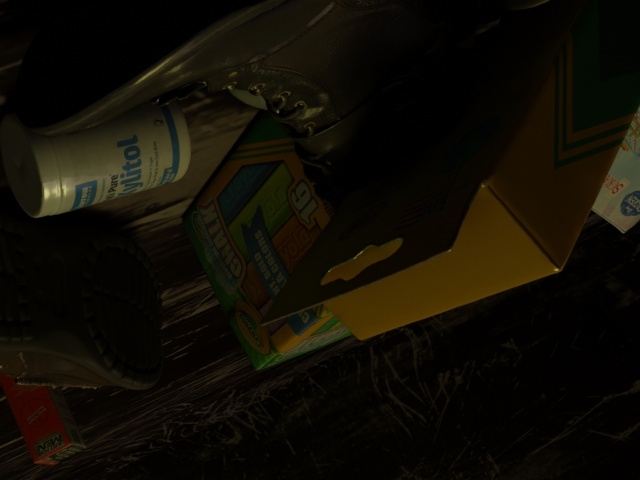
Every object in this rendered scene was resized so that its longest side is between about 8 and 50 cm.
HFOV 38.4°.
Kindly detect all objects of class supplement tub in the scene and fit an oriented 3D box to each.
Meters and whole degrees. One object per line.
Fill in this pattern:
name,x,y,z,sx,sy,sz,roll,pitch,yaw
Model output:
supplement tub,-0.146,-0.061,0.604,0.107,0.071,0.071,-21,164,-34

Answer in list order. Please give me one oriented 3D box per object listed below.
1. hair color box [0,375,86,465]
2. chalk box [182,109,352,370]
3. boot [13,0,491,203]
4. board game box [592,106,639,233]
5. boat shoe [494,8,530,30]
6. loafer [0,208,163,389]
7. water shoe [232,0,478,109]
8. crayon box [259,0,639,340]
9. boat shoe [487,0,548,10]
hair color box,-0.297,0.160,0.958,0.043,0.141,0.072,-27,166,-9
chalk box,0.000,0.000,0.889,0.180,0.179,0.289,-18,163,-37
boot,-0.021,-0.089,0.560,0.263,0.091,0.229,-31,145,1
board game box,0.400,-0.167,1.047,0.318,0.066,0.319,-45,147,17
boat shoe,0.190,-0.210,0.739,0.076,0.080,0.228,-2,158,-26
loafer,-0.245,0.050,0.754,0.130,0.134,0.366,-8,162,16
water shoe,0.021,-0.154,0.652,0.203,0.073,0.080,-20,136,-25
crayon box,0.108,-0.049,0.657,0.202,0.081,0.318,-26,-158,51
boat shoe,0.175,-0.245,0.478,0.120,0.122,0.324,-26,167,-25
